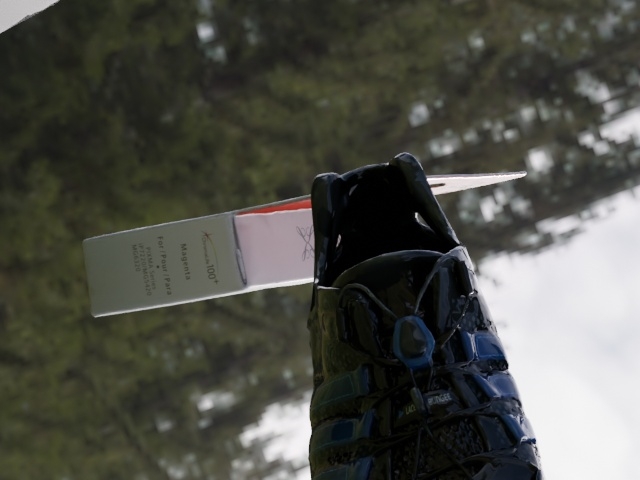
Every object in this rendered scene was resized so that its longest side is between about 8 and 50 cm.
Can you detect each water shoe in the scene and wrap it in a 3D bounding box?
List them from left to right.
[{"bbox_3d":[0.022,0.046,0.546,0.203,0.073,0.080,-106,179,-59],"label":"water shoe"}]

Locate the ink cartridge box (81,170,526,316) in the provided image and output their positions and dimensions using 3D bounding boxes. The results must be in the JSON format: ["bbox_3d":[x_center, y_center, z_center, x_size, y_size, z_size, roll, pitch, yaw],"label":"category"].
[{"bbox_3d":[0.000,0.000,1.335,0.239,0.275,0.060,-9,-91,26],"label":"ink cartridge box"}]

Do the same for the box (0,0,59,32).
[{"bbox_3d":[-0.189,-0.184,0.623,0.261,0.184,0.103,59,-14,4],"label":"box"}]
